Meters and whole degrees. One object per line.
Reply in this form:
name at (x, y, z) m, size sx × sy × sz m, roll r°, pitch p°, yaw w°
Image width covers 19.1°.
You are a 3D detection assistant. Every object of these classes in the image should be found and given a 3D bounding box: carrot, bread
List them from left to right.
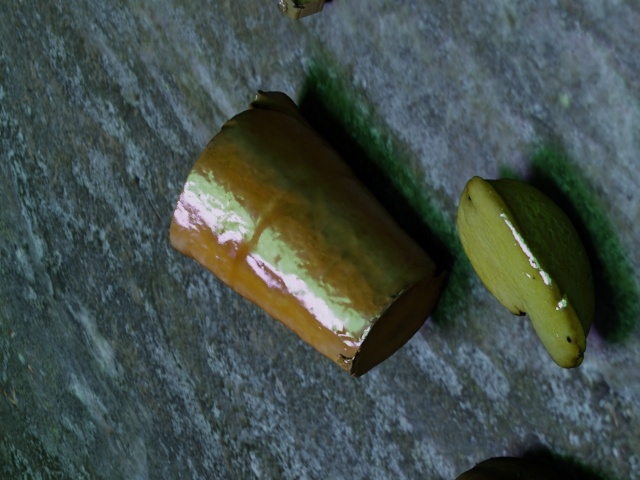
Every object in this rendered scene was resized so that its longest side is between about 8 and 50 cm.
carrot at (0.000, 0.000, 1.859) m, size 0.254 × 0.196 × 0.196 m, roll 38°, pitch 143°, yaw 21°
bread at (0.185, 0.023, 1.659) m, size 0.187 × 0.065 × 0.149 m, roll 58°, pitch 161°, yaw 6°

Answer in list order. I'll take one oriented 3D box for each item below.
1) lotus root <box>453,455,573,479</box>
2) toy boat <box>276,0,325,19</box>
lotus root at (0.202, 0.278, 1.754) m, size 0.241 × 0.124 × 0.123 m, roll 26°, pitch 148°, yaw 45°
toy boat at (-0.035, -0.304, 1.761) m, size 0.072 × 0.064 × 0.206 m, roll -133°, pitch 27°, yaw -60°
